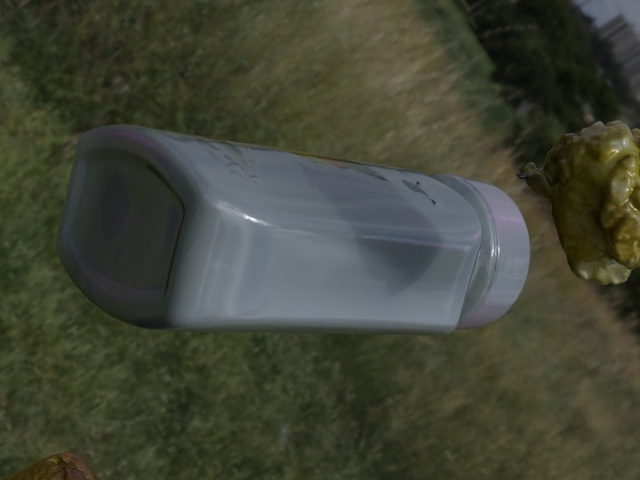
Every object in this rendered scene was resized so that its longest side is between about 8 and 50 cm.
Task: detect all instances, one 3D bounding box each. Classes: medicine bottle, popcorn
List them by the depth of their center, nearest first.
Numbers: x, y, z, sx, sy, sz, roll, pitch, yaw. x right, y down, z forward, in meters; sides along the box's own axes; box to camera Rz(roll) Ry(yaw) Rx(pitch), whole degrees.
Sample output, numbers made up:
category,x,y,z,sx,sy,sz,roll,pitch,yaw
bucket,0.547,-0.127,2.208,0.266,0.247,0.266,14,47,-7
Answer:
category,x,y,z,sx,sy,sz,roll,pitch,yaw
popcorn,0.152,-0.027,0.601,0.084,0.084,0.084,52,14,-18
medicine bottle,0.000,0.000,0.725,0.296,0.111,0.161,8,13,-42

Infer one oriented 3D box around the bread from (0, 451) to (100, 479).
category,x,y,z,sx,sy,sz,roll,pitch,yaw
bread,-0.151,0.258,0.805,0.102,0.094,0.245,-118,-173,-71
